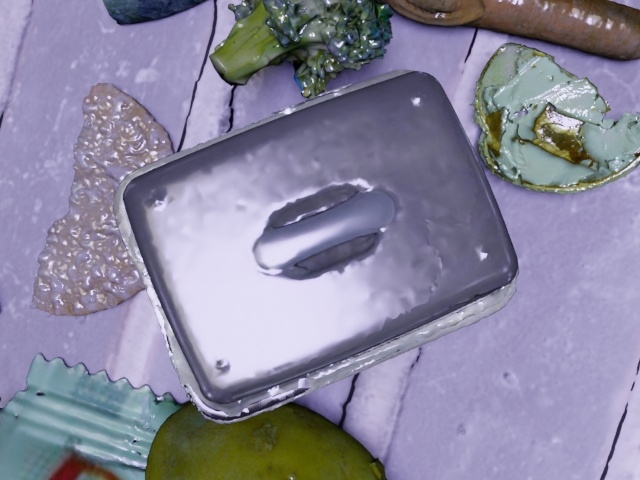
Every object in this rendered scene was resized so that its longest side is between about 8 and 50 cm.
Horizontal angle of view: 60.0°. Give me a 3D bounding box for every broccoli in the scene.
[{"bbox_3d":[-0.026,-0.184,0.476,0.160,0.154,0.167,-39,78,-10],"label":"broccoli"}]

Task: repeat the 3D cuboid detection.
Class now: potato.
[{"bbox_3d":[-0.036,0.237,0.479,0.253,0.186,0.148,38,139,11],"label":"potato"}]

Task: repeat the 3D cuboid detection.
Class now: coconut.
[{"bbox_3d":[0.204,-0.104,0.503,0.133,0.055,0.158,-42,84,8],"label":"coconut"}]

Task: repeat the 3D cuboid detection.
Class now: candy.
[{"bbox_3d":[-0.258,0.330,0.543,0.263,0.172,0.397,21,73,-3],"label":"candy"}]

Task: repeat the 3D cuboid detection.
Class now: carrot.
[{"bbox_3d":[0.152,-0.222,0.506,0.343,0.070,0.070,19,93,6],"label":"carrot"}]

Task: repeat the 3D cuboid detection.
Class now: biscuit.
[{"bbox_3d":[-0.208,-0.029,0.574,0.133,0.032,0.249,18,92,6],"label":"biscuit"}]

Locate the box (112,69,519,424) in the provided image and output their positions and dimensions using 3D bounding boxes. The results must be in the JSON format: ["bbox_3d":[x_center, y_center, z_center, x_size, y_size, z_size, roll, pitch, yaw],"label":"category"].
[{"bbox_3d":[0.000,0.000,0.454,0.291,0.166,0.220,-23,86,-5],"label":"box"}]

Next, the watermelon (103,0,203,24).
[{"bbox_3d":[-0.179,-0.368,0.492,0.293,0.283,0.250,25,79,32],"label":"watermelon"}]
